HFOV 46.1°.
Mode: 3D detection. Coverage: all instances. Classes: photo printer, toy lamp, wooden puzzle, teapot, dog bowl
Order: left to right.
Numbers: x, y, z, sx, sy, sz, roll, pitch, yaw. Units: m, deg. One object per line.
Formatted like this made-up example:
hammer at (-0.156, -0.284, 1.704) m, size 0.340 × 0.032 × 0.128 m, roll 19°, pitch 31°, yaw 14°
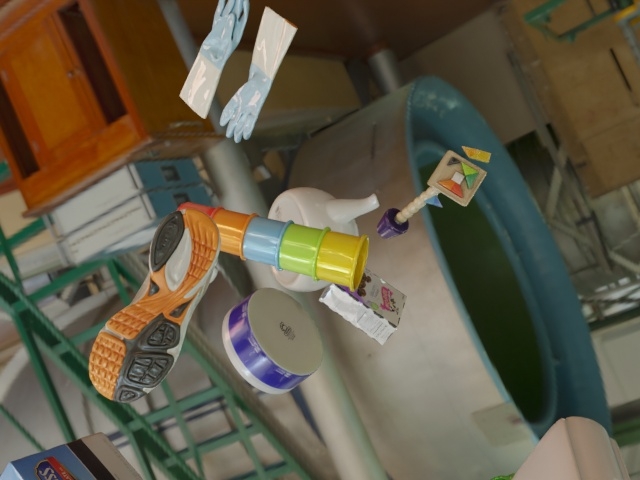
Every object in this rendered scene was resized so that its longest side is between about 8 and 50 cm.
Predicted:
dog bowl at (-0.121, 0.258, 1.959) m, size 0.104 × 0.264 × 0.265 m, roll -39°, pitch 170°, yaw 29°
teapot at (0.000, 0.000, 1.710) m, size 0.187 × 0.252 × 0.256 m, roll -1°, pitch -167°, yaw -30°
toy lamp at (0.241, -0.089, 1.930) m, size 0.080 × 0.080 × 0.275 m, roll -21°, pitch 163°, yaw -44°
wooden puzzle at (0.216, -0.100, 1.186) m, size 0.116 × 0.079 × 0.014 m, roll -64°, pitch 172°, yaw -8°
photo printer at (0.328, 0.425, 1.007) m, size 0.307 × 0.107 × 0.256 m, roll -76°, pitch -171°, yaw -63°

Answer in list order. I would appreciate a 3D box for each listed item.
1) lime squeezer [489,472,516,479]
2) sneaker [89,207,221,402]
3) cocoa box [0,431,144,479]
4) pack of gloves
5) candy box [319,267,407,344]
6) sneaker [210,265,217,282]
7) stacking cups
lime squeezer at (0.382, 0.515, 1.517) m, size 0.311 × 0.109 × 0.058 m, roll 4°, pitch -142°, yaw 3°
sneaker at (-0.193, 0.083, 0.949) m, size 0.262 × 0.099 × 0.121 m, roll -60°, pitch 178°, yaw 4°
cocoa box at (-0.486, 0.567, 1.361) m, size 0.347 × 0.231 × 0.228 m, roll -55°, pitch 157°, yaw 17°
pack of gloves at (-0.134, -0.296, 1.280) m, size 0.046 × 0.195 × 0.232 m, roll -3°, pitch 129°, yaw -48°
candy box at (0.111, 0.147, 1.900) m, size 0.070 × 0.196 × 0.165 m, roll -54°, pitch -177°, yaw 28°
sneaker at (-0.351, 0.118, 2.103) m, size 0.152 × 0.053 × 0.061 m, roll -34°, pitch -174°, yaw 14°
stacking cups at (-0.084, -0.002, 1.211) m, size 0.316 × 0.096 × 0.096 m, roll 15°, pitch -175°, yaw 11°
